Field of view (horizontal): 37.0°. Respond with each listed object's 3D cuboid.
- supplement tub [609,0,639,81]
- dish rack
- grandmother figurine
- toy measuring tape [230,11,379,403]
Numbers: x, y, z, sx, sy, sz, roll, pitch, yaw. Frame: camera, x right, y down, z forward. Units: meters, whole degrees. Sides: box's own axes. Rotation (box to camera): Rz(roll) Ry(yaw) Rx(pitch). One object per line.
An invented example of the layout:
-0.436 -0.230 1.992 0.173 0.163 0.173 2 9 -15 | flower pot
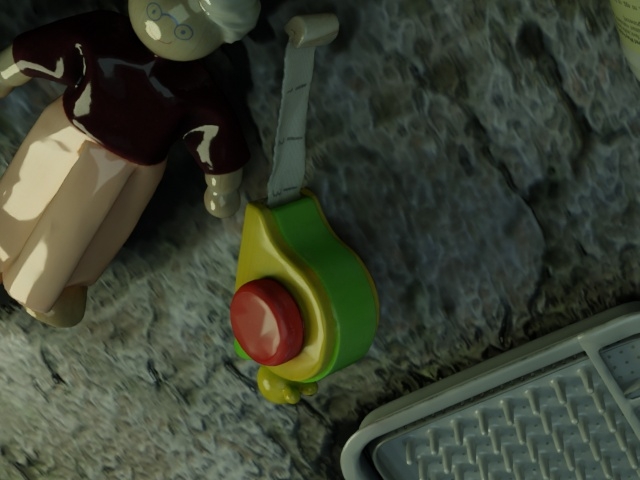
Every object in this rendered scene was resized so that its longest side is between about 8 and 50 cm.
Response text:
0.272 -0.216 0.547 0.235 0.235 0.324 -20 117 11 | supplement tub
0.214 0.198 0.863 0.333 0.072 0.285 -27 116 17 | dish rack
-0.144 -0.079 0.687 0.208 0.104 0.342 23 125 -22 | grandmother figurine
0.000 0.000 0.731 0.121 0.121 0.330 8 119 -4 | toy measuring tape
